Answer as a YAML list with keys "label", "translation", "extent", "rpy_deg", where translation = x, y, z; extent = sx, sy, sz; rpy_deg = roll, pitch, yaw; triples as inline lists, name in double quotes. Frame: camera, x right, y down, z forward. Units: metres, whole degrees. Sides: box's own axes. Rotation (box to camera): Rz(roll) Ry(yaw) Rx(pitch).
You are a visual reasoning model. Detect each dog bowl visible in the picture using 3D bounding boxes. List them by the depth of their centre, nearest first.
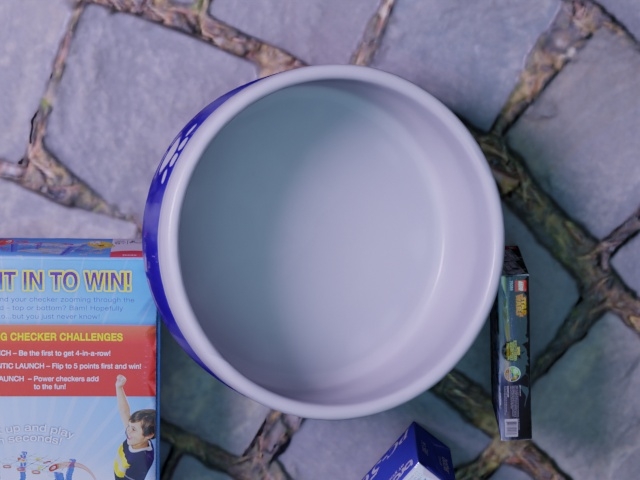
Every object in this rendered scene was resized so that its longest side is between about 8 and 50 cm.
- label: "dog bowl"
  translation: [0.000, 0.000, 1.271]
  extent: [0.265, 0.104, 0.265]
  rpy_deg: [-1, 92, -18]

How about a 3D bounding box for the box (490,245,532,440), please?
- label: "box"
  translation: [0.152, 0.081, 1.338]
  extent: [0.027, 0.094, 0.137]
  rpy_deg: [-2, 104, 1]

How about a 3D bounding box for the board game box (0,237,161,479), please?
- label: "board game box"
  translation: [-0.281, 0.152, 1.340]
  extent: [0.308, 0.086, 0.302]
  rpy_deg: [1, 100, -6]

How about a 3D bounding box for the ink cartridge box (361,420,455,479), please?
- label: "ink cartridge box"
  translation: [0.029, 0.253, 1.380]
  extent: [0.046, 0.097, 0.207]
  rpy_deg: [39, 102, -8]
